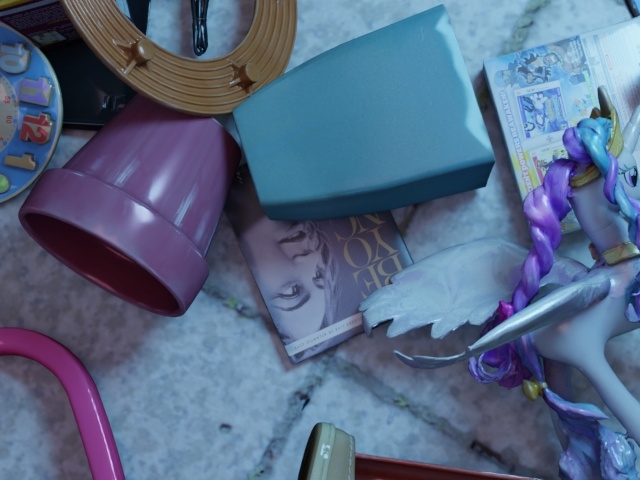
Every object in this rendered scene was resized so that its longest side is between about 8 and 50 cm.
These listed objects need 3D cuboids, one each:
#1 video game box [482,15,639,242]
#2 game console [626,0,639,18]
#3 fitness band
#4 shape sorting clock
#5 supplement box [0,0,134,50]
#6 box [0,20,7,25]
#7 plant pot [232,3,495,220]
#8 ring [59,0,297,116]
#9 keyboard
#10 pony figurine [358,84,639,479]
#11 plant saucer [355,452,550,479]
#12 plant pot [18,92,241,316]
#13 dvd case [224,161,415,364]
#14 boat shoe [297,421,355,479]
[{"bbox_3d":[0.288,-0.117,1.528,0.187,0.048,0.205,-15,84,1],"label":"video game box"},{"bbox_3d":[0.400,-0.245,1.531,0.071,0.107,0.122,-20,83,-29],"label":"game console"},{"bbox_3d":[-0.318,0.233,1.496,0.209,0.054,0.291,-21,75,2],"label":"fitness band"},{"bbox_3d":[-0.378,-0.138,1.548,0.206,0.040,0.206,0,91,5],"label":"shape sorting clock"},{"bbox_3d":[-0.272,-0.264,1.471,0.104,0.188,0.080,-14,83,7],"label":"supplement box"},{"bbox_3d":[-0.371,-0.302,1.583,0.116,0.029,0.162,14,86,3],"label":"box"},{"bbox_3d":[0.038,-0.112,1.469,0.234,0.165,0.165,-17,82,0],"label":"plant pot"},{"bbox_3d":[-0.140,-0.289,1.453,0.032,0.337,0.336,-20,81,43],"label":"ring"},{"bbox_3d":[-0.203,-0.274,1.574,0.202,0.033,0.317,4,85,9],"label":"keyboard"},{"bbox_3d":[0.245,0.074,1.412,0.351,0.303,0.363,-33,106,-4],"label":"pony figurine"},{"bbox_3d":[0.115,0.361,1.486,0.258,0.048,0.259,8,85,3],"label":"plant saucer"},{"bbox_3d":[-0.179,-0.047,1.475,0.201,0.201,0.180,29,71,5],"label":"plant pot"},{"bbox_3d":[0.000,0.000,1.543,0.164,0.018,0.221,-24,84,-1],"label":"dvd case"},{"bbox_3d":[0.026,0.348,1.414,0.110,0.121,0.341,1,94,-2],"label":"boat shoe"}]
